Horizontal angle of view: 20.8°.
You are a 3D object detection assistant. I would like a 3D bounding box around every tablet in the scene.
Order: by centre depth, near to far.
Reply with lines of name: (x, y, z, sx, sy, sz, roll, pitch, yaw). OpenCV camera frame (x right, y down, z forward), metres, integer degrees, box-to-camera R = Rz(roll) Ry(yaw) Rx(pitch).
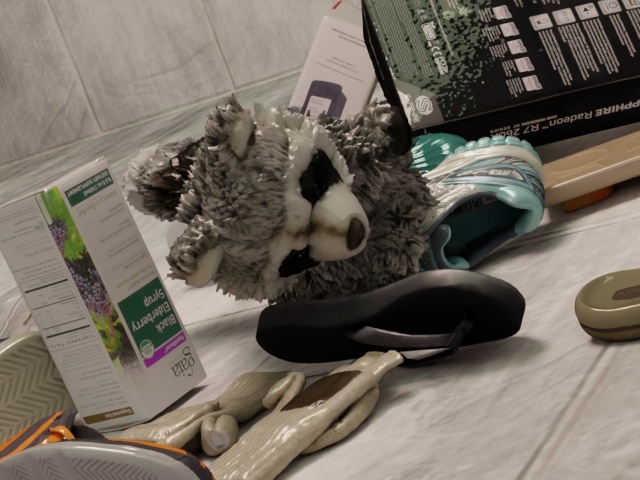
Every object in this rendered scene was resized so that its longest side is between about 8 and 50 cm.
tablet: (0.019, 0.103, 1.586, 0.054, 0.006, 0.083, -12, 15, 36)

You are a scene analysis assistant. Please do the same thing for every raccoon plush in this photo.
raccoon plush: (-0.112, -0.023, 1.630, 0.446, 0.216, 0.299, -7, -9, 40)

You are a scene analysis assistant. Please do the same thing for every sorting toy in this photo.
sorting toy: (0.319, -0.080, 1.834, 0.193, 0.038, 0.208, -19, 7, 8)

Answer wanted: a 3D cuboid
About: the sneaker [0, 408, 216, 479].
sneaker: (-0.183, 0.180, 1.291, 0.321, 0.125, 0.180, -14, 14, 31)

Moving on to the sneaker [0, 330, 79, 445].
sneaker: (-0.391, 0.193, 1.649, 0.350, 0.131, 0.148, -21, 3, -30)

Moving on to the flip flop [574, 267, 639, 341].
flip flop: (0.314, 0.006, 1.308, 0.277, 0.080, 0.112, -15, 13, 31)

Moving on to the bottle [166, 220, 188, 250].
bottle: (-0.087, -0.047, 2.196, 0.092, 0.118, 0.283, -1, 21, 34)

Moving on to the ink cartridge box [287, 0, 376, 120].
ink cartridge box: (0.016, -0.196, 2.413, 0.100, 0.237, 0.172, 23, 17, 2)

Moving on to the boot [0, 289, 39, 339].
boot: (-0.297, 0.116, 1.927, 0.123, 0.095, 0.258, -12, 22, 14)

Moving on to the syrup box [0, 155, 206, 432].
syrup box: (-0.209, 0.053, 1.640, 0.096, 0.237, 0.093, -17, 11, 39)

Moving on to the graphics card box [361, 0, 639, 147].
graphics card box: (0.251, -0.225, 2.042, 0.370, 0.094, 0.233, -14, 54, -6)

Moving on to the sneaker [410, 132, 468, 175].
sneaker: (0.022, -0.047, 1.912, 0.302, 0.108, 0.121, -24, -34, 19)

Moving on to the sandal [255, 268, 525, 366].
sandal: (0.060, 0.080, 1.460, 0.254, 0.097, 0.055, -13, 53, 34)

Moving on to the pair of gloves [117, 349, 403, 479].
pair of gloves: (-0.064, 0.148, 1.438, 0.204, 0.042, 0.240, -30, 13, -36)

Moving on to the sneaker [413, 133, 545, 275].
sneaker: (0.091, -0.007, 1.721, 0.283, 0.110, 0.122, -27, 29, 12)
